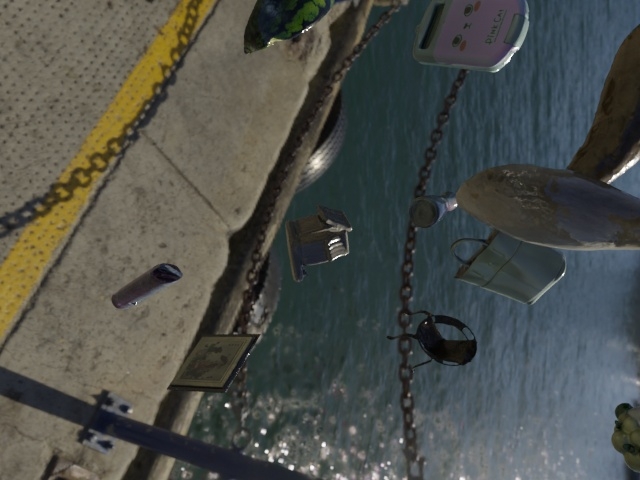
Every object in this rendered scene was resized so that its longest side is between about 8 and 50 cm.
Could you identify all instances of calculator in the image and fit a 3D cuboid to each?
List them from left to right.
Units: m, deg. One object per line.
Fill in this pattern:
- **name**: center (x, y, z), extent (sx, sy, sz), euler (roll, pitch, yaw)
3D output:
- **calculator**: center (0.274, -0.392, 1.097), extent (0.045, 0.246, 0.141), euler (17, 96, -45)

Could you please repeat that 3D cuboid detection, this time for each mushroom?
- **mushroom**: center (0.381, -0.043, 0.882), extent (0.128, 0.350, 0.128), euler (-33, 131, -49)

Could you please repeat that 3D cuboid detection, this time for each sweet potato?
- **sweet potato**: center (0.516, -0.220, 0.982), extent (0.423, 0.130, 0.130), euler (-58, 143, -1)

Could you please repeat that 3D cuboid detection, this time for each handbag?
- **handbag**: center (0.516, 0.054, 1.673), extent (0.109, 0.315, 0.241), euler (-73, -171, -47)

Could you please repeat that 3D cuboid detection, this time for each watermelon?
- **watermelon**: center (-0.044, -0.545, 1.346), extent (0.303, 0.128, 0.159), euler (-56, 176, -28)

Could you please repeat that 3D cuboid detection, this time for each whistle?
- **whistle**: center (-0.244, 0.064, 0.809), extent (0.033, 0.176, 0.033), euler (17, 62, -35)

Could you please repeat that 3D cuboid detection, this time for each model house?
- **model house**: center (-0.007, -0.004, 1.525), extent (0.229, 0.188, 0.122), euler (-107, 175, -59)

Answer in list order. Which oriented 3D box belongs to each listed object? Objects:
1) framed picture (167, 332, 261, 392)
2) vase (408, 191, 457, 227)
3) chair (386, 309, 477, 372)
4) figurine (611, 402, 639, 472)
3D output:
- **framed picture**: center (-0.269, 0.303, 1.475), extent (0.199, 0.195, 0.010), euler (-60, 136, -47)
- **vase**: center (0.324, -0.094, 1.629), extent (0.214, 0.086, 0.086), euler (-22, 111, -57)
- **chair**: center (0.332, 0.292, 1.692), extent (0.174, 0.213, 0.149), euler (-45, 112, -40)
- **figurine**: center (0.501, 0.298, 0.859), extent (0.197, 0.147, 0.093), euler (27, 108, -40)
